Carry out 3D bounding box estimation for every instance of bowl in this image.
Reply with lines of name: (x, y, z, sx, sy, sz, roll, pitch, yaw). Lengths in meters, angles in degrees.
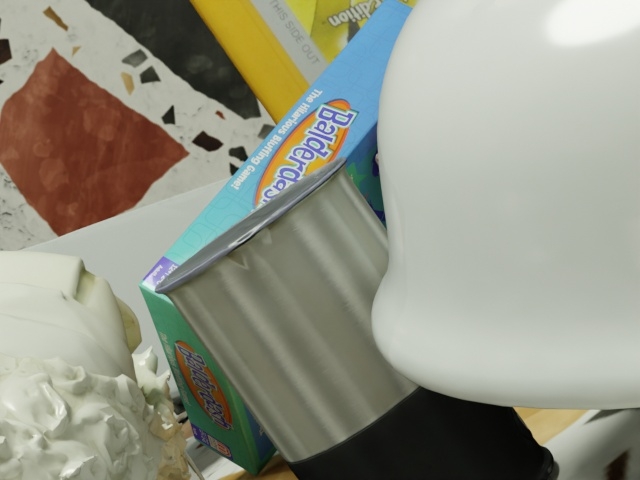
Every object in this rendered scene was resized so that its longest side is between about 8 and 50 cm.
bowl: (0.136, -0.073, 0.540, 0.297, 0.134, 0.298, -19, 13, 5)

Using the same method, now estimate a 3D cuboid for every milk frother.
milk frother: (-0.016, 0.066, 0.666, 0.143, 0.135, 0.129, -36, 5, -12)

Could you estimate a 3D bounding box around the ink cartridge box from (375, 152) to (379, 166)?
ink cartridge box: (0.188, -0.093, 0.932, 0.197, 0.114, 0.273, -31, 6, 46)

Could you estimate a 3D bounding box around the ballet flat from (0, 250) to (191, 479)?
ballet flat: (-0.124, 0.072, 0.758, 0.147, 0.147, 0.409, -35, -7, -6)

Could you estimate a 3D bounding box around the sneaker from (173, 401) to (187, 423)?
sneaker: (-0.171, 0.142, 1.296, 0.106, 0.078, 0.234, -35, 1, 33)

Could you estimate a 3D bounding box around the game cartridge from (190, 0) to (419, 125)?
game cartridge: (0.070, -0.181, 1.309, 0.285, 0.324, 0.053, -34, 3, 11)

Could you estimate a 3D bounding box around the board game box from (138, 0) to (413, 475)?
board game box: (0.000, 0.000, 0.960, 0.210, 0.047, 0.160, -51, -26, -23)

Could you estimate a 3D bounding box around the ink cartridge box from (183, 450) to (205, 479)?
ink cartridge box: (-0.230, 0.229, 0.957, 0.175, 0.069, 0.371, -28, 11, 46)

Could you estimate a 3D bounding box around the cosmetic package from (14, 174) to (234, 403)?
cosmetic package: (-0.073, 0.032, 1.120, 0.231, 0.117, 0.085, -19, -7, -20)
